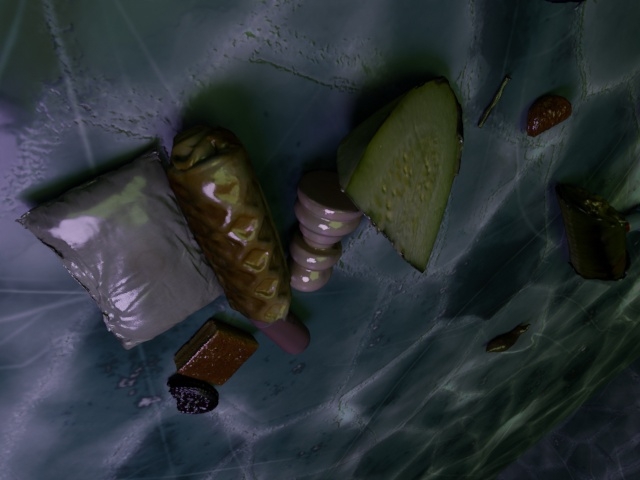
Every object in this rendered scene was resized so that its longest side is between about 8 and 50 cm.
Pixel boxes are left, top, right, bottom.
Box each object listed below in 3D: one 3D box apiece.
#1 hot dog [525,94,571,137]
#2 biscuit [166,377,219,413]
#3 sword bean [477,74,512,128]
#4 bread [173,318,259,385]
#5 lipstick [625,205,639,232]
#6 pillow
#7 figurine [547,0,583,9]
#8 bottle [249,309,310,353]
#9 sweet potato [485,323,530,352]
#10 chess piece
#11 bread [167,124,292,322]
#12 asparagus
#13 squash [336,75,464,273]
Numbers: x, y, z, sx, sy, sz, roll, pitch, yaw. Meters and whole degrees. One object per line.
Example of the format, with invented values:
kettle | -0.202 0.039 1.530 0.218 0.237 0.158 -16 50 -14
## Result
hot dog | 0.365 -0.202 0.763 0.083 0.035 0.058 -28 136 -13
biscuit | -0.199 0.240 0.723 0.089 0.027 0.087 26 130 -27
sword bean | 0.258 -0.205 0.702 0.012 0.012 0.083 7 119 -39
bread | -0.153 0.167 0.702 0.090 0.035 0.094 -46 137 6
lipstick | 0.798 -0.050 1.175 0.274 0.068 0.061 -13 134 -27
pillow | -0.206 0.022 0.535 0.148 0.050 0.229 -32 138 -19
figurine | 0.403 -0.385 0.493 0.388 0.277 0.248 -31 113 -14
bottle | -0.063 0.127 0.719 0.053 0.053 0.140 -38 138 -2
sweet potato | 0.496 0.265 1.248 0.153 0.038 0.041 -24 158 -20
chess piece | 0.000 0.000 0.636 0.094 0.094 0.170 -9 133 -30
bread | -0.097 -0.012 0.543 0.087 0.098 0.269 -11 134 3
asparagus | 0.600 -0.017 1.029 0.382 0.129 0.108 44 59 -47
squash | 0.125 -0.103 0.590 0.155 0.203 0.237 -26 143 17
